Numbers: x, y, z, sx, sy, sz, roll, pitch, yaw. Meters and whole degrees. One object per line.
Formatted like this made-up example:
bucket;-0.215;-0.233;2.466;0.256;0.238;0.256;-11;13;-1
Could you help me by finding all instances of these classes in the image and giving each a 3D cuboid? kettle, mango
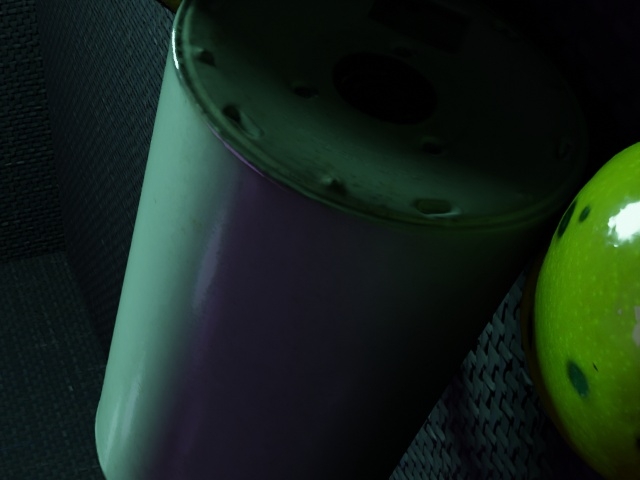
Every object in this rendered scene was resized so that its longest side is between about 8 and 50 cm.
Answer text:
kettle;0.000;0.000;0.902;0.361;0.250;0.376;-69;1;-49
mango;0.169;0.041;0.629;0.293;0.143;0.175;146;117;-82

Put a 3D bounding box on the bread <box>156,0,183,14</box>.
bread;-0.077;-0.313;0.903;0.324;0.143;0.333;16;-127;-61
